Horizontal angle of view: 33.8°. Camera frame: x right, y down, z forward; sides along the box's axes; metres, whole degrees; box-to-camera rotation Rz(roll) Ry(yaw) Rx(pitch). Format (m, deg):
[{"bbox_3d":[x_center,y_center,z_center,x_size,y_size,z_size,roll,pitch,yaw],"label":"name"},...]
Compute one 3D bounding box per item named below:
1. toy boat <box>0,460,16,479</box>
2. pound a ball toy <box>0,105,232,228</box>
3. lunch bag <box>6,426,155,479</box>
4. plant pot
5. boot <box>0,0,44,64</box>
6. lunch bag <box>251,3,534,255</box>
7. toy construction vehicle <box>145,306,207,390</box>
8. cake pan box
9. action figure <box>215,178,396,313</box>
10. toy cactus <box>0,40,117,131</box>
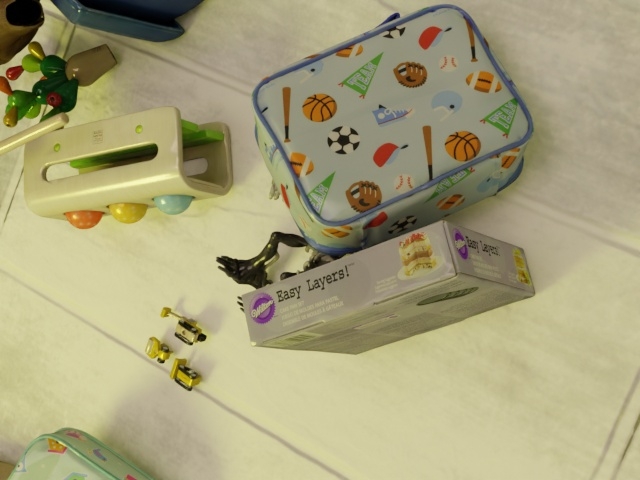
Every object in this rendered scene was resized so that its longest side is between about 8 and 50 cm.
[{"bbox_3d":[-0.537,0.412,1.573,0.231,0.151,0.151,6,117,30],"label":"toy boat"},{"bbox_3d":[-0.309,-0.091,1.440,0.319,0.208,0.136,-8,81,28],"label":"pound a ball toy"},{"bbox_3d":[-0.344,0.415,1.423,0.224,0.108,0.279,31,93,6],"label":"lunch bag"},{"bbox_3d":[-0.273,-0.412,1.447,0.236,0.236,0.212,46,114,25],"label":"plant pot"},{"bbox_3d":[-0.423,-0.304,1.458,0.115,0.305,0.112,-11,104,4],"label":"boot"},{"bbox_3d":[0.083,-0.137,1.219,0.303,0.115,0.243,-24,66,-9],"label":"lunch bag"},{"bbox_3d":[-0.193,0.147,1.453,0.098,0.035,0.086,28,109,31],"label":"toy construction vehicle"},{"bbox_3d":[0.078,0.064,1.184,0.266,0.245,0.070,-22,71,27],"label":"cake pan box"},{"bbox_3d":[0.000,0.000,1.297,0.275,0.141,0.164,-36,57,23],"label":"action figure"},{"bbox_3d":[-0.392,-0.241,1.557,0.180,0.112,0.219,-30,32,-2],"label":"toy cactus"}]
